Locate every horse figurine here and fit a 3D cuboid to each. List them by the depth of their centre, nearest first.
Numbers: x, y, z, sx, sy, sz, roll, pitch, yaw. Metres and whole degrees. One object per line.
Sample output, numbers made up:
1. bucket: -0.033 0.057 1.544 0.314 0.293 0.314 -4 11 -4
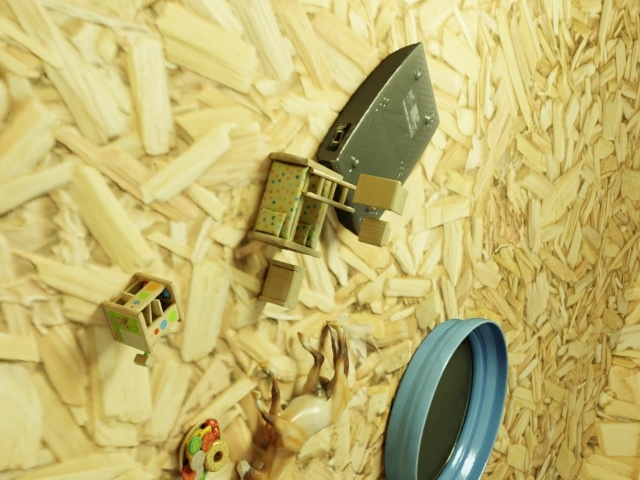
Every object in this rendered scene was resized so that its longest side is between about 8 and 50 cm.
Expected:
1. horse figurine: -0.024 0.218 1.282 0.263 0.066 0.174 -39 128 -42

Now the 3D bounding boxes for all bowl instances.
1. bowl: 0.239 0.329 1.740 0.391 0.077 0.391 -29 125 -51

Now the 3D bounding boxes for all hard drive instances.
1. hard drive: 0.085 -0.145 1.317 0.254 0.054 0.172 -56 144 -30

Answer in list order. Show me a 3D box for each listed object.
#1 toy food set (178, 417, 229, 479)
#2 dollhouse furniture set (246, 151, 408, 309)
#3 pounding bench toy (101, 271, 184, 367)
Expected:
1. toy food set: -0.144 0.259 1.144 0.082 0.020 0.083 -33 130 -49
2. dollhouse furniture set: 0.000 0.000 1.134 0.101 0.161 0.182 21 83 -59
3. pounding bench toy: -0.180 0.085 0.982 0.065 0.052 0.083 -46 138 -41
